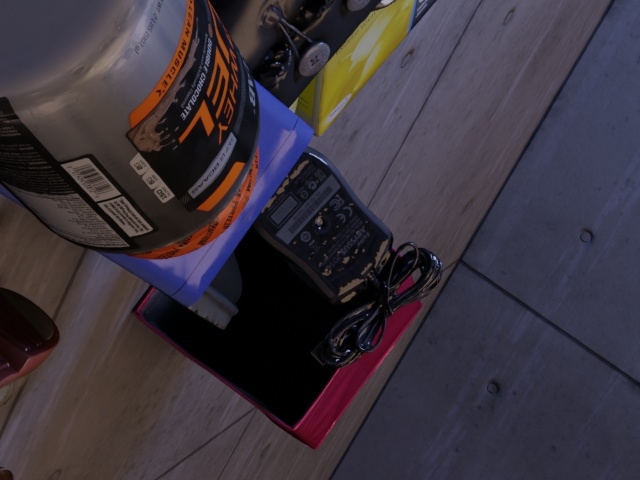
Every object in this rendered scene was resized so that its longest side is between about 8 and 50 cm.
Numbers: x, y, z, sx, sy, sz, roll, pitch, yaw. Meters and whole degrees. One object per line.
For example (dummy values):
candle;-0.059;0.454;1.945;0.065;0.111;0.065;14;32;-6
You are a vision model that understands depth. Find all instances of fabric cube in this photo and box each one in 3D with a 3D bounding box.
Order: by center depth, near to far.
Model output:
fabric cube;-0.043;0.087;2.099;0.259;0.254;0.258;-54;166;-6

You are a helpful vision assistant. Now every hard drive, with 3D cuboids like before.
hard drive;-0.157;-0.088;1.449;0.210;0.040;0.318;-55;140;-1

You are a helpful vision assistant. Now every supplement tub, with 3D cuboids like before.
supplement tub;-0.166;-0.118;1.194;0.207;0.207;0.338;-53;157;-8

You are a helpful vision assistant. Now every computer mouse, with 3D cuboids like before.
computer mouse;0.000;0.000;1.909;0.188;0.272;0.072;-42;-159;-10

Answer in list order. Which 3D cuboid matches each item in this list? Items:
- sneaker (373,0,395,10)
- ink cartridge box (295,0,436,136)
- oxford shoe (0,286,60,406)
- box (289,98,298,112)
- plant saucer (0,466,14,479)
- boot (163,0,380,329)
sneaker;0.075;-0.357;1.780;0.229;0.086;0.132;-50;130;-31
ink cartridge box;0.073;-0.314;1.936;0.304;0.072;0.307;-49;167;-22
oxford shoe;-0.357;0.143;1.454;0.130;0.123;0.348;-54;166;20
box;-0.077;-0.131;1.880;0.087;0.058;0.232;-46;163;-32
plant saucer;-0.417;0.322;1.867;0.168;0.029;0.168;-51;165;-19
boot;-0.062;-0.148;1.677;0.445;0.146;0.367;-56;159;-5
